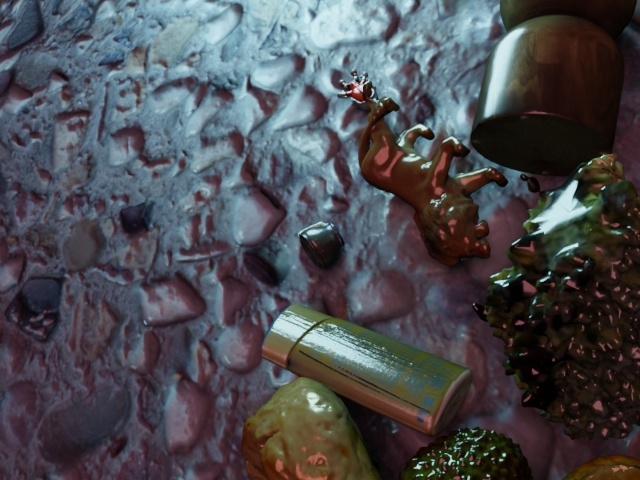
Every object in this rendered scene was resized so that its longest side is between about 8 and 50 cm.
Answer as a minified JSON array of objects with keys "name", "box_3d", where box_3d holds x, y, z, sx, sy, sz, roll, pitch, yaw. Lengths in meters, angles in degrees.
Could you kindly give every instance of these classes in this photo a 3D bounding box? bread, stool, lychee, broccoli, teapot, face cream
[{"name":"bread","box_3d":[-0.010,0.295,0.737,0.134,0.244,0.244,-18,60,-20]},{"name":"stool","box_3d":[0.315,-0.241,0.820,0.179,0.179,0.264,9,76,27]},{"name":"lychee","box_3d":[0.170,0.296,0.705,0.171,0.171,0.171,-8,69,21]},{"name":"broccoli","box_3d":[0.338,0.032,0.677,0.348,0.293,0.281,-26,24,2]},{"name":"teapot","box_3d":[0.000,0.000,0.948,0.057,0.066,0.088,-33,37,-12]},{"name":"face cream","box_3d":[0.049,0.163,0.825,0.285,0.139,0.067,19,114,29]}]

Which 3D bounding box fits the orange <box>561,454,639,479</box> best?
[{"name":"orange","box_3d":[0.340,0.334,0.612,0.237,0.158,0.179,24,70,28]}]

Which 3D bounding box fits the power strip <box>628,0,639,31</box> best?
[{"name":"power strip","box_3d":[0.507,-0.291,0.838,0.060,0.027,0.252,-46,60,4]}]

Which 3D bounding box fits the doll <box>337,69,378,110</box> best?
[{"name":"doll","box_3d":[0.069,-0.241,1.012,0.057,0.039,0.114,-20,49,-16]}]

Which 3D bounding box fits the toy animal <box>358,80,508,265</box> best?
[{"name":"toy animal","box_3d":[0.144,-0.089,0.894,0.312,0.097,0.157,41,97,32]}]
